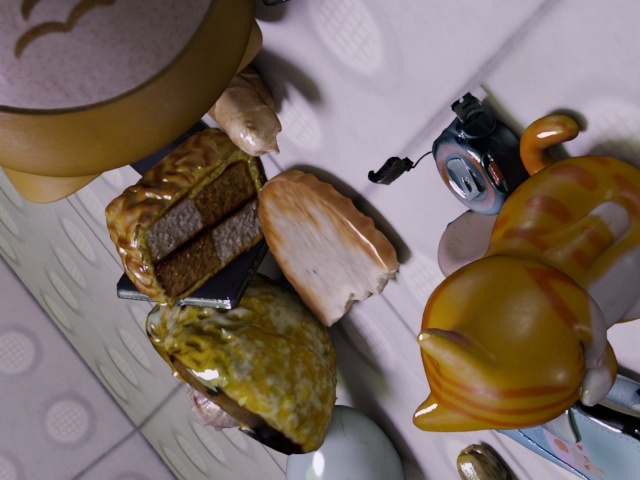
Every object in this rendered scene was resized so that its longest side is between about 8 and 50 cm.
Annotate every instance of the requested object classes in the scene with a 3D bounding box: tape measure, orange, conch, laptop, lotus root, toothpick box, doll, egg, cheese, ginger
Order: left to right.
[{"bbox_3d":[-0.271,-0.275,1.248,0.409,0.409,0.425,33,160,40],"label":"toothpick box"},{"bbox_3d":[-0.177,0.028,1.769,0.207,0.154,0.026,3,138,31],"label":"laptop"},{"bbox_3d":[-0.140,-0.199,1.499,0.334,0.081,0.148,42,-159,24],"label":"ginger"},{"bbox_3d":[-0.134,0.208,2.067,0.245,0.163,0.178,-26,120,38],"label":"conch"},{"bbox_3d":[-0.105,0.154,1.816,0.271,0.210,0.369,35,176,-28],"label":"orange"},{"bbox_3d":[0.037,0.363,1.912,0.183,0.183,0.264,28,142,46],"label":"egg"},{"bbox_3d":[0.112,-0.049,1.156,0.107,0.180,0.104,51,142,6],"label":"tape measure"},{"bbox_3d":[0.219,0.312,1.643,0.099,0.054,0.049,49,148,8],"label":"lotus root"},{"bbox_3d":[0.176,0.018,1.233,0.047,0.092,0.171,46,170,-27],"label":"cheese"},{"bbox_3d":[0.191,0.042,1.044,0.162,0.269,0.166,17,141,28],"label":"doll"}]

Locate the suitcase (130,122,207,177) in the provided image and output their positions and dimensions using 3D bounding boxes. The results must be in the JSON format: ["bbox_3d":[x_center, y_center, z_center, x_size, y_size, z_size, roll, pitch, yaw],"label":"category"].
[{"bbox_3d":[-0.266,-0.161,1.852,0.285,0.066,0.206,40,155,23],"label":"suitcase"}]

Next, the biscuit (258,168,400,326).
[{"bbox_3d":[0.000,0.000,1.616,0.204,0.040,0.309,50,158,4],"label":"biscuit"}]

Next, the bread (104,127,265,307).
[{"bbox_3d":[-0.175,-0.034,1.673,0.096,0.222,0.181,33,155,42],"label":"bread"}]

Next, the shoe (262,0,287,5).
[{"bbox_3d":[-0.007,-0.277,1.178,0.194,0.074,0.077,-6,108,62],"label":"shoe"}]

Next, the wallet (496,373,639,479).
[{"bbox_3d":[0.272,0.192,1.327,0.250,0.075,0.176,26,150,46],"label":"wallet"}]
